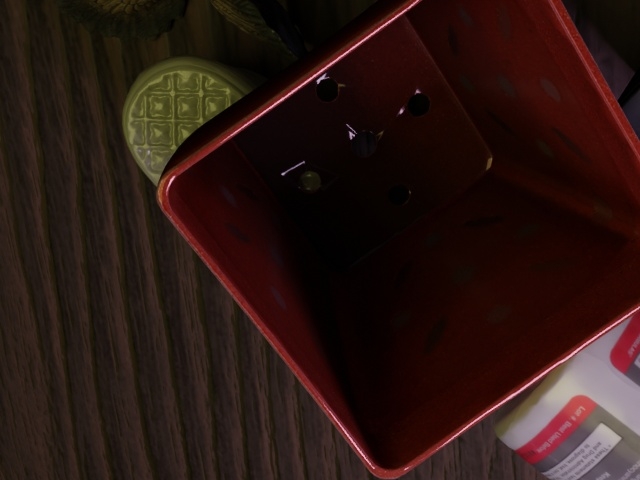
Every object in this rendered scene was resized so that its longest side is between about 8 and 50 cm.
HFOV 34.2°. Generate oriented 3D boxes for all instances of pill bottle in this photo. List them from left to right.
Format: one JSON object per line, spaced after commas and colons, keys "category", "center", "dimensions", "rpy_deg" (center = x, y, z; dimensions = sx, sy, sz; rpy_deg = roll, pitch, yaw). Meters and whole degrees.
{"category": "pill bottle", "center": [0.318, 0.186, 0.858], "dimensions": [0.318, 0.176, 0.176], "rpy_deg": [38, 123, 6]}

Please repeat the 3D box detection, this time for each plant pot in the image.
{"category": "plant pot", "center": [0.058, -0.046, 0.761], "dimensions": [0.267, 0.236, 0.267], "rpy_deg": [-35, 112, 3]}

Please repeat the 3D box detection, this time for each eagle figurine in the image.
{"category": "eagle figurine", "center": [-0.118, -0.266, 0.848], "dimensions": [0.225, 0.226, 0.298], "rpy_deg": [-8, 123, -14]}

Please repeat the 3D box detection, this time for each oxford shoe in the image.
{"category": "oxford shoe", "center": [0.000, 0.000, 0.967], "dimensions": [0.169, 0.130, 0.449], "rpy_deg": [-40, 107, 11]}

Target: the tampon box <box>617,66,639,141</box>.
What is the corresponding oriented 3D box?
{"category": "tampon box", "center": [0.290, -0.109, 0.745], "dimensions": [0.101, 0.161, 0.120], "rpy_deg": [42, 124, 3]}
